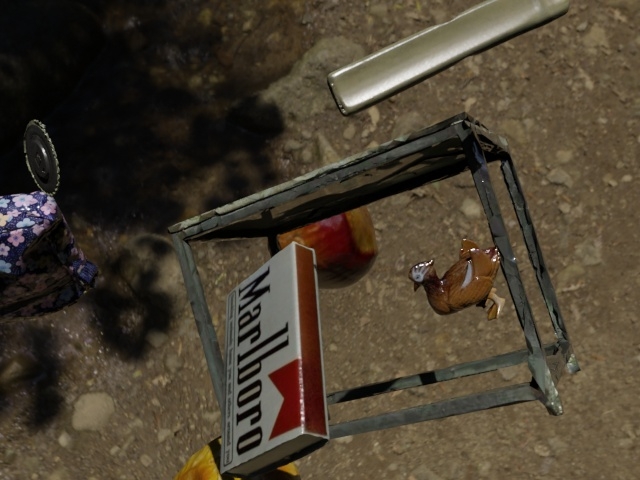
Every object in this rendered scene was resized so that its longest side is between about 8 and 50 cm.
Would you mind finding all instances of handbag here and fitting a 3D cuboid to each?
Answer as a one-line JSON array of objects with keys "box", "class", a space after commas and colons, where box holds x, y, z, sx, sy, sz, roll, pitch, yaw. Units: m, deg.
[{"box": [-0.460, 0.030, 0.967, 0.228, 0.208, 0.127, -15, 51, -10], "class": "handbag"}]

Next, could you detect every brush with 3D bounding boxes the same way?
[{"box": [0.091, -0.138, 0.465, 0.190, 0.027, 0.034, -28, 94, -10], "class": "brush"}]

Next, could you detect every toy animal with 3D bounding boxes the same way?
[{"box": [0.261, 0.055, 1.177, 0.179, 0.089, 0.188, 33, 101, -18], "class": "toy animal"}]

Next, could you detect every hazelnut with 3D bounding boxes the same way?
[{"box": [0.000, 0.000, 1.279, 0.229, 0.229, 0.229, 3, 65, -7], "class": "hazelnut"}]

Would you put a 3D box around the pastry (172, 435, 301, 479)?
[{"box": [-0.149, 0.465, 1.001, 0.164, 0.356, 0.356, 29, 61, -24], "class": "pastry"}]

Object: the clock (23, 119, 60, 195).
[{"box": [-0.301, -0.088, 0.708, 0.010, 0.074, 0.083, -17, 67, -43], "class": "clock"}]

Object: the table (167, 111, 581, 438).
[{"box": [0.063, 0.063, 0.710, 0.335, 0.222, 0.272, -19, 83, 24], "class": "table"}]

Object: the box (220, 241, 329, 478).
[{"box": [-0.043, 0.103, 0.573, 0.036, 0.115, 0.177, 24, 46, -34], "class": "box"}]
